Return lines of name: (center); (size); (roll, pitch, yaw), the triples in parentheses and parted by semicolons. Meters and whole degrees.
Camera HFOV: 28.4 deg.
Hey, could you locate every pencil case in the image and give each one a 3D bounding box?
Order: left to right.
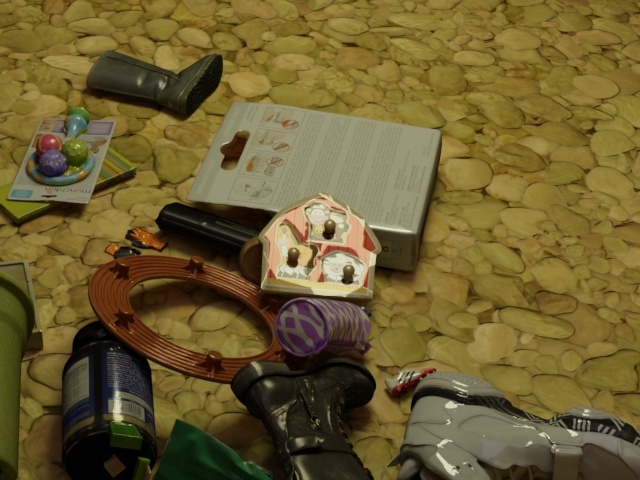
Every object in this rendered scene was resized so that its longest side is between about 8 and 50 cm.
pencil case: (0.007, 0.128, 1.800); (0.088, 0.086, 0.206); (53, 15, 18)

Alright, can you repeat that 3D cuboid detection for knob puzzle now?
knob puzzle: (0.000, 0.000, 1.955); (0.213, 0.030, 0.213); (3, 55, -4)

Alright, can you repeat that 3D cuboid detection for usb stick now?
usb stick: (-0.131, -0.001, 2.030); (0.278, 0.045, 0.077); (19, 18, 14)

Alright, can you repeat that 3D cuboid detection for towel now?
towel: (-0.433, -0.097, 2.130); (0.237, 0.021, 0.102); (-27, 45, -33)

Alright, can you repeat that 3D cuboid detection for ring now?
ring: (-0.169, 0.102, 1.825); (0.336, 0.032, 0.336); (19, 23, -8)

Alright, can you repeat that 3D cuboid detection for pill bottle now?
pill bottle: (-0.284, 0.213, 1.691); (0.123, 0.123, 0.219); (-1, 40, -10)

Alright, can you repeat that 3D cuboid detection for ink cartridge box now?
ink cartridge box: (-0.002, -0.100, 2.153); (0.385, 0.091, 0.308); (8, 40, 8)

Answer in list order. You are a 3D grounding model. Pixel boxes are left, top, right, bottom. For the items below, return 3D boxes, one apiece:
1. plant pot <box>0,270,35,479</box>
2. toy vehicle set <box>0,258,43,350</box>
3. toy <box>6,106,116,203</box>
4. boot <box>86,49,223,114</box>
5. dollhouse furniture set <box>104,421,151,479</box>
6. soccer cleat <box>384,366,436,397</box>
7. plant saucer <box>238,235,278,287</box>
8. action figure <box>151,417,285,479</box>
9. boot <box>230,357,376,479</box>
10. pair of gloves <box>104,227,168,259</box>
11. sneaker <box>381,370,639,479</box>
plant pot: (-0.485, 0.206, 1.590); (0.276, 0.276, 0.254); (-6, 52, -15)
toy vehicle set: (-0.551, 0.108, 1.848); (0.267, 0.035, 0.166); (-7, 41, -16)
toy: (-0.437, -0.155, 2.142); (0.137, 0.056, 0.237); (2, 37, 4)
boot: (-0.309, -0.316, 2.382); (0.208, 0.076, 0.189); (14, 37, 19)
dollhouse furniture set: (-0.252, 0.304, 1.557); (0.076, 0.152, 0.058); (12, 5, -17)
soccer cleat: (0.132, 0.199, 1.843); (0.083, 0.029, 0.035); (-24, 52, -26)
plant saucer: (-0.091, 0.034, 1.972); (0.083, 0.083, 0.015); (19, 8, 14)
action figure: (-0.098, 0.323, 1.606); (0.232, 0.137, 0.063); (21, 10, -6)
boot: (0.014, 0.263, 1.666); (0.263, 0.091, 0.229); (5, 36, -41)
pair of gloves: (-0.295, 0.010, 2.025); (0.074, 0.010, 0.083); (25, 43, 20)
sneaker: (0.262, 0.310, 1.649); (0.366, 0.137, 0.210); (17, 41, 20)
